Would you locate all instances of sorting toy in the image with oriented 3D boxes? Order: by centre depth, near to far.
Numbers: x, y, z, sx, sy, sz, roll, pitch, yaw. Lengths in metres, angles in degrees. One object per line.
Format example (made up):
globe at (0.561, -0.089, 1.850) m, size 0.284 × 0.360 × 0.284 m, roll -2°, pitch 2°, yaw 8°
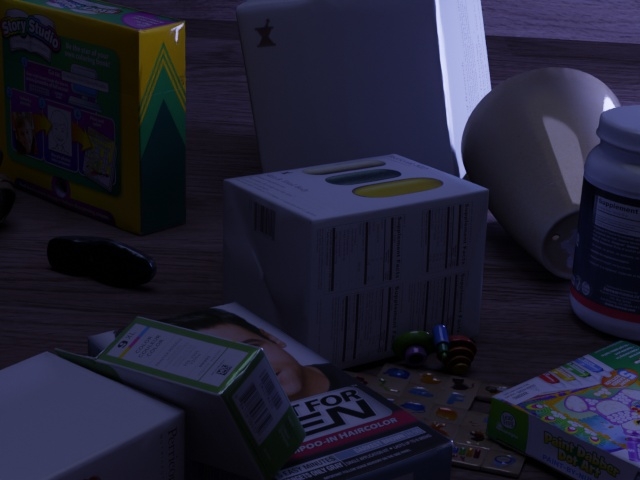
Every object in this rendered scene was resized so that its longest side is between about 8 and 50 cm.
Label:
sorting toy at (0.137, 0.134, 1.563) m, size 0.102 × 0.061 × 0.042 m, roll 2°, pitch 47°, yaw -10°

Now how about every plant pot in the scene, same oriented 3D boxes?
plant pot at (0.355, -0.075, 1.938) m, size 0.257 × 0.256 × 0.274 m, roll 0°, pitch 36°, yaw -7°

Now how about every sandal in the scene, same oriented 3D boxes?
sandal at (-0.494, -0.051, 1.935) m, size 0.086 × 0.120 × 0.303 m, roll 27°, pitch 16°, yaw -18°

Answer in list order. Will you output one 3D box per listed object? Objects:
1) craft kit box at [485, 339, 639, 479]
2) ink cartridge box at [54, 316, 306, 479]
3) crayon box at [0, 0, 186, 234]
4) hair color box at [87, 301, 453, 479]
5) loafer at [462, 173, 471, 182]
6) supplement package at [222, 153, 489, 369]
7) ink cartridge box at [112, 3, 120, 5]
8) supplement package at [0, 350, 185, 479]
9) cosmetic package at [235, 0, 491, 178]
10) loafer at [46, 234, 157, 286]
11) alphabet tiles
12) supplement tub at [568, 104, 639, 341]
craft kit box at (0.348, 0.199, 1.402) m, size 0.250 × 0.061 × 0.247 m, roll -16°, pitch 32°, yaw -43°
ink cartridge box at (-0.124, 0.132, 1.154) m, size 0.209 × 0.109 × 0.062 m, roll 9°, pitch 45°, yaw 39°
crayon box at (-0.362, -0.209, 2.051) m, size 0.363 × 0.313 × 0.106 m, roll 19°, pitch 26°, yaw 38°
hair color box at (-0.063, 0.189, 1.295) m, size 0.185 × 0.113 × 0.374 m, roll -12°, pitch 24°, yaw -34°
loafer at (0.264, -0.094, 2.196) m, size 0.148 × 0.056 × 0.050 m, roll 13°, pitch 16°, yaw 27°
supplement package at (0.040, 0.022, 1.637) m, size 0.263 × 0.198 × 0.199 m, roll -10°, pitch 22°, yaw -33°
ink cartridge box at (-0.486, -0.279, 2.289) m, size 0.396 × 0.270 × 0.151 m, roll 12°, pitch 25°, yaw 23°
supplement package at (-0.266, 0.232, 1.053) m, size 0.175 × 0.177 × 0.293 m, roll 17°, pitch 25°, yaw 34°
cosmetic package at (0.091, -0.282, 2.227) m, size 0.329 × 0.327 × 0.393 m, roll -3°, pitch 17°, yaw 18°
loafer at (-0.288, 0.021, 1.805) m, size 0.170 × 0.062 × 0.061 m, roll 15°, pitch 18°, yaw 26°
alphabet tiles at (0.120, 0.191, 1.468) m, size 0.237 × 0.009 × 0.198 m, roll 9°, pitch 21°, yaw 17°
supplement tub at (0.428, -0.022, 1.708) m, size 0.191 × 0.272 × 0.191 m, roll 3°, pitch 20°, yaw -1°
